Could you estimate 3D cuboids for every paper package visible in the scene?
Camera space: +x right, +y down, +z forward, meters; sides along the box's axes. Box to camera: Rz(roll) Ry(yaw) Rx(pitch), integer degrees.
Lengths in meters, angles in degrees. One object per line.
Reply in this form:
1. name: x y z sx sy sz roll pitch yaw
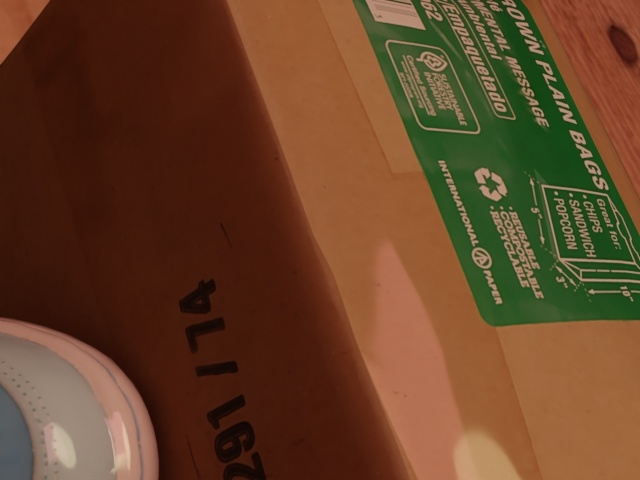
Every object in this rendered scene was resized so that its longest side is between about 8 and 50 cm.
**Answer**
1. paper package: -0.018 0.092 0.450 0.168 0.309 0.324 2 58 -44

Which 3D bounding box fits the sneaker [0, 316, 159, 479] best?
1. sneaker: -0.218 0.080 0.321 0.208 0.319 0.127 29 51 -71
